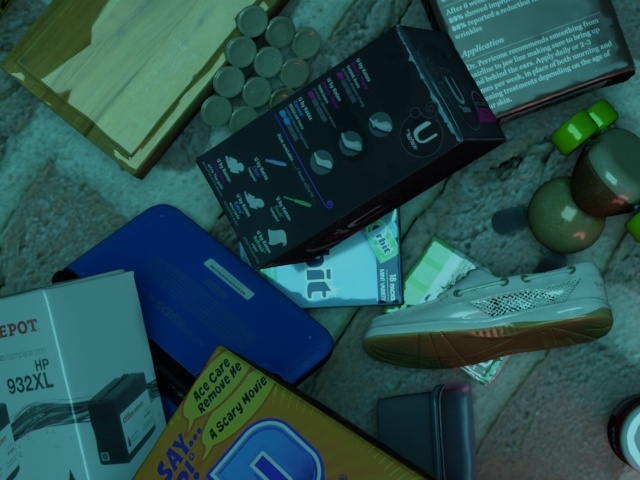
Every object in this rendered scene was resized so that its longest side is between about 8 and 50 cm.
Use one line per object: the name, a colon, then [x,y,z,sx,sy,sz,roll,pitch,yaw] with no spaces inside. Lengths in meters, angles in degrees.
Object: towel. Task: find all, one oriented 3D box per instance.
towel: [0.163,0.080,1.845,0.152,0.023,0.113,35,88,5]

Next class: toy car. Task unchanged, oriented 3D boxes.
toy car: [0.290,-0.038,1.810,0.188,0.149,0.155,-43,82,29]

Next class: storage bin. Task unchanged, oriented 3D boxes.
storage bin: [0.119,0.227,1.811,0.091,0.098,0.135,-4,88,30]

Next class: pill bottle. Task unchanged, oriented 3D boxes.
pill bottle: [0.363,0.213,1.764,0.086,0.152,0.086,0,88,2]

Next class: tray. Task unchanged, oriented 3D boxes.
tray: [-0.158,-0.293,1.844,0.203,0.076,0.411,39,89,3]

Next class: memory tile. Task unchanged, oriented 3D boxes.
memory tile: [-0.067,-0.187,1.826,0.113,0.012,0.148,17,101,-32]

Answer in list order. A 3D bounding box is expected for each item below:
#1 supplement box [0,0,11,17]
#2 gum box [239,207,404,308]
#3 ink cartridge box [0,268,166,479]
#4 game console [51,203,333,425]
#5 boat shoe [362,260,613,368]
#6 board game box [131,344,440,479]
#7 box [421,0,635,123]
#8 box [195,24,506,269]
supplement box: [-0.450,-0.328,1.796,0.195,0.194,0.356,33,90,3]
gum box: [0.000,0.000,1.833,0.184,0.041,0.156,-2,86,7]
ink cartridge box: [-0.283,0.202,1.711,0.223,0.129,0.307,-12,90,42]
game console: [-0.169,0.145,1.806,0.293,0.173,0.250,38,59,24]
boat shoe: [0.183,0.077,1.793,0.277,0.098,0.096,-8,62,6]
board game box: [0.003,0.373,1.563,0.357,0.356,0.356,31,86,25]
box: [0.193,-0.327,1.800,0.191,0.143,0.381,-20,89,2]
box: [0.034,-0.096,1.700,0.270,0.165,0.143,-32,82,22]
